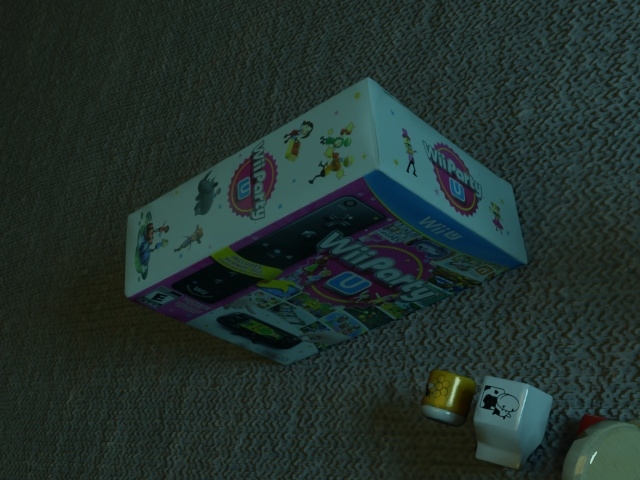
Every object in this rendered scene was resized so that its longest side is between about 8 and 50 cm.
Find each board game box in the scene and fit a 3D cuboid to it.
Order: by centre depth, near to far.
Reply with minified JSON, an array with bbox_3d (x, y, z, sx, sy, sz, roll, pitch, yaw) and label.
[{"bbox_3d":[0.000,0.000,0.926,0.303,0.224,0.097,-27,52,33],"label":"board game box"}]

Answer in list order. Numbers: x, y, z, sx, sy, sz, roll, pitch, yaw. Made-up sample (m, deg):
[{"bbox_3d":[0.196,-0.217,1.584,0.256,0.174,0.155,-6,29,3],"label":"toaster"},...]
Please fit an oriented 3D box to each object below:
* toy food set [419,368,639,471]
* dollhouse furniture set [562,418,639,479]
[{"bbox_3d":[0.175,0.173,0.750,0.232,0.111,0.104,6,74,43],"label":"toy food set"},{"bbox_3d":[0.258,0.116,0.457,0.394,0.256,0.362,-43,16,-19],"label":"dollhouse furniture set"}]
